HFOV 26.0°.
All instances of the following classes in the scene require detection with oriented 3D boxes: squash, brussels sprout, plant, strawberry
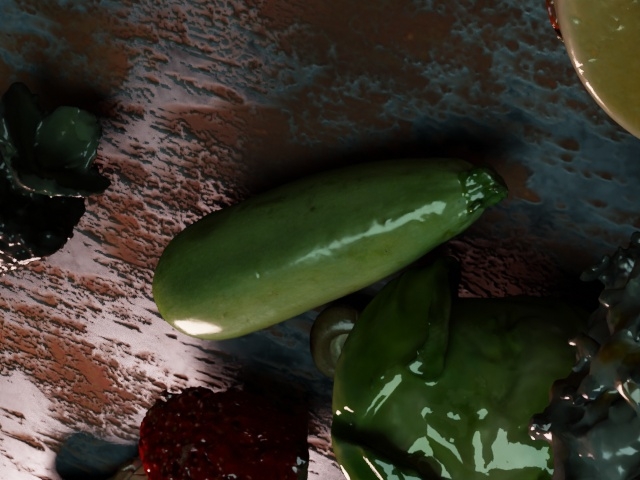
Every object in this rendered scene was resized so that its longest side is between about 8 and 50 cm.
[{"bbox_3d":[0.001,-0.005,1.203,0.370,0.118,0.118,-23,115,32],"label":"squash"},{"bbox_3d":[0.144,0.155,1.181,0.259,0.227,0.294,1,118,9],"label":"brussels sprout"},{"bbox_3d":[-0.278,-0.053,1.274,0.142,0.131,0.203,47,140,-15],"label":"plant"},{"bbox_3d":[-0.104,0.232,1.408,0.201,0.187,0.184,32,100,19],"label":"strawberry"}]

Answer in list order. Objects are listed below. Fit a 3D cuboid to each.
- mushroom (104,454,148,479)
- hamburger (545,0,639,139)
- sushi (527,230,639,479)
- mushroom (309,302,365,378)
[{"bbox_3d":[-0.257,0.306,1.600,0.223,0.081,0.092,-19,137,32],"label":"mushroom"},{"bbox_3d":[0.284,-0.187,0.883,0.302,0.170,0.302,10,132,11],"label":"hamburger"},{"bbox_3d":[0.326,0.156,0.996,0.417,0.417,0.176,44,138,-14],"label":"sushi"},{"bbox_3d":[0.037,0.121,1.308,0.088,0.073,0.129,-19,85,24],"label":"mushroom"}]
